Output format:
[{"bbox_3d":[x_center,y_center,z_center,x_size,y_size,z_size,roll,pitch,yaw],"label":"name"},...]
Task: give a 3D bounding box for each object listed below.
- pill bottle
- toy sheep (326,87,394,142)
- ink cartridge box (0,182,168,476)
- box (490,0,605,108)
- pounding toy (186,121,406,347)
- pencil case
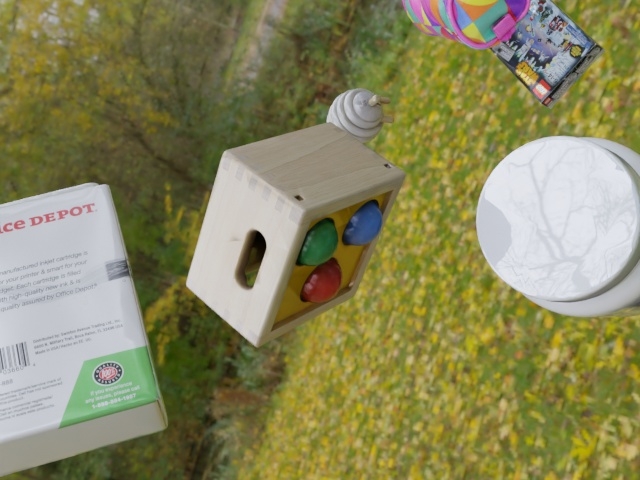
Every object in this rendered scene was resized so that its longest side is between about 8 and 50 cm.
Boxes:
[{"bbox_3d":[0.256,-0.008,0.835,0.283,0.160,0.160,9,-78,-61],"label":"pill bottle"},{"bbox_3d":[0.057,-0.186,1.333,0.132,0.091,0.091,-43,30,56],"label":"toy sheep"},{"bbox_3d":[-0.315,0.099,1.049,0.122,0.211,0.289,96,158,-62],"label":"ink cartridge box"},{"bbox_3d":[0.270,-0.240,1.094,0.094,0.027,0.137,-50,51,23],"label":"box"},{"bbox_3d":[0.001,0.006,0.729,0.206,0.094,0.181,-23,-38,-48],"label":"pounding toy"},{"bbox_3d":[0.168,-0.284,1.060,0.236,0.104,0.104,-108,38,-72],"label":"pencil case"}]
